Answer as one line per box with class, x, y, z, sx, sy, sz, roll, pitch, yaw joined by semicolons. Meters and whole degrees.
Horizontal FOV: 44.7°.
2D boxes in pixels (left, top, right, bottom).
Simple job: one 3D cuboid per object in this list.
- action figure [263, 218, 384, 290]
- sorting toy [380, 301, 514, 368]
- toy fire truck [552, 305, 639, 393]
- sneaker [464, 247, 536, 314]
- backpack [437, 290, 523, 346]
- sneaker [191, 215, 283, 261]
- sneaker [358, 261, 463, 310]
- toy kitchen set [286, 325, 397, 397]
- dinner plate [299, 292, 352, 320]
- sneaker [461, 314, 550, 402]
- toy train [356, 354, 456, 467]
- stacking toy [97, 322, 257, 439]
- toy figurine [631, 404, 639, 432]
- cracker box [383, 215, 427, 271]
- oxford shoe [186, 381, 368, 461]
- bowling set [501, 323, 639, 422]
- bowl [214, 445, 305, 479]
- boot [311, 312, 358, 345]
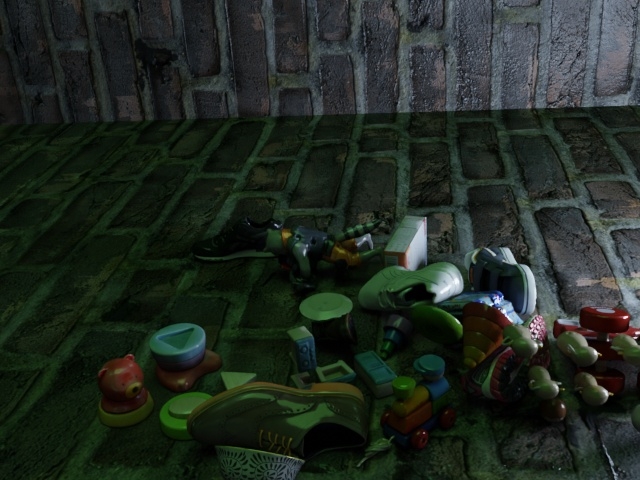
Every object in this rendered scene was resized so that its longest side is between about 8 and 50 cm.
action figure;0.000;0.000;2.231;0.330;0.179;0.341;1;27;-10
sorting toy;0.255;0.226;1.720;0.365;0.127;0.126;-11;41;52
toy fire truck;0.674;0.222;1.705;0.302;0.169;0.254;2;8;11
sneaker;0.454;0.104;2.000;0.127;0.126;0.321;-1;15;-3
backpack;0.383;0.178;1.837;0.173;0.117;0.158;-15;3;-35
sneaker;-0.250;-0.016;2.348;0.283;0.124;0.107;-5;25;-1
sneaker;0.201;0.123;1.922;0.297;0.111;0.129;-18;6;42
toy kitchen set;0.048;0.260;1.686;0.207;0.166;0.122;-14;27;-19
dinner plate;0.014;0.169;2.054;0.141;0.017;0.141;-4;27;2
sneaker;0.416;0.251;1.715;0.112;0.121;0.299;-9;12;42
toy train;0.161;0.335;1.541;0.248;0.143;0.105;-24;32;-36
stacking toy;-0.317;0.291;1.721;0.279;0.130;0.309;11;30;28
toy figurine;0.699;0.312;1.433;0.148;0.213;0.209;-1;28;-21
cracker box;0.231;0.049;2.107;0.067;0.156;0.232;5;27;20
oxford shoe;-0.084;0.366;1.542;0.363;0.130;0.133;-7;32;-4
bowling set;0.493;0.276;1.523;0.287;0.200;0.154;2;6;5
bowl;-0.118;0.430;1.430;0.170;0.170;0.080;4;71;17
boot;0.030;0.219;1.835;0.106;0.082;0.219;-15;-4;2
